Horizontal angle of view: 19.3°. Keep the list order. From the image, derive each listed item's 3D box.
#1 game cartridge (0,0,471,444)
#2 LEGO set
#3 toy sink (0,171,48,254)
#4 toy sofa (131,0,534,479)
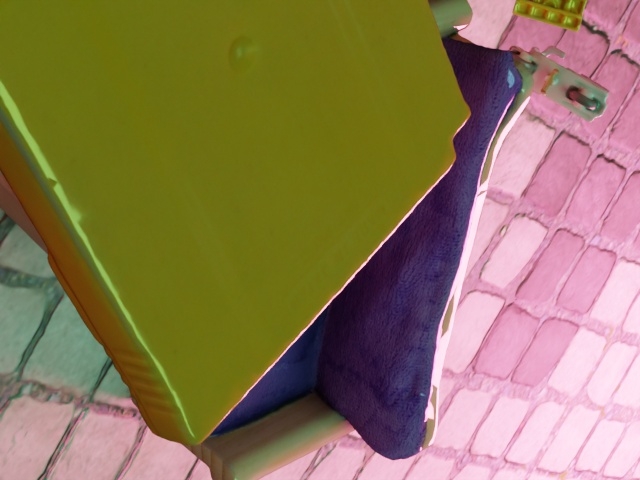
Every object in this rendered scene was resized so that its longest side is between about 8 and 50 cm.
[{"bbox_3d":[-0.058,-0.100,1.005,0.285,0.052,0.324,-47,129,-30],"label":"game cartridge"},{"bbox_3d":[0.219,-0.227,1.291,0.287,0.132,0.107,-51,-172,12],"label":"LEGO set"},{"bbox_3d":[-0.105,-0.047,1.116,0.153,0.131,0.234,-50,131,-10],"label":"toy sink"},{"bbox_3d":[0.000,0.000,1.294,0.150,0.177,0.363,-21,136,-43],"label":"toy sofa"}]
